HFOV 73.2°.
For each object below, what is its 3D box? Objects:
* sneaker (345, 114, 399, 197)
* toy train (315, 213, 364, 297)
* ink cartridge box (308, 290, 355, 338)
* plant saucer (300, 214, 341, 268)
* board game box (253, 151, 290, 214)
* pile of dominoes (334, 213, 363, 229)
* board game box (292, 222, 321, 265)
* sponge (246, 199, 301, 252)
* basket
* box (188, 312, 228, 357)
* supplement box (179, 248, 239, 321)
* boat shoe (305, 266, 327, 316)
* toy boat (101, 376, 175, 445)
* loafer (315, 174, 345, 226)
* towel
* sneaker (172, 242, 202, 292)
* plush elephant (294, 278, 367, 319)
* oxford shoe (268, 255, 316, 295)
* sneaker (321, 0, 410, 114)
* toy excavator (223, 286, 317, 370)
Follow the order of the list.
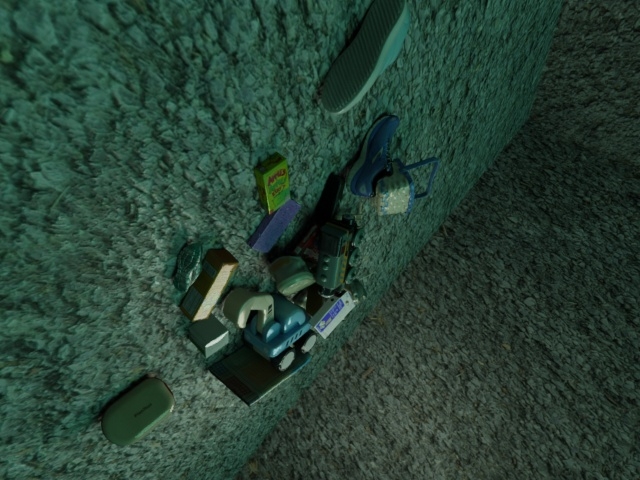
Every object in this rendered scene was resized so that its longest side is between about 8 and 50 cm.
[{"bbox_3d":[0.228,-0.309,1.624,0.130,0.147,0.330,13,102,-65],"label":"sneaker"},{"bbox_3d":[0.062,0.063,1.667,0.190,0.142,0.334,-29,136,-50],"label":"toy train"},{"bbox_3d":[0.054,0.314,1.863,0.208,0.045,0.206,-45,152,-10],"label":"ink cartridge box"},{"bbox_3d":[0.000,0.000,1.820,0.278,0.041,0.278,-40,155,-23],"label":"plant saucer"},{"bbox_3d":[-0.143,-0.170,1.307,0.092,0.043,0.181,-40,154,-23],"label":"board game box"},{"bbox_3d":[0.089,-0.024,1.836,0.251,0.040,0.196,-6,116,-56],"label":"pile of dominoes"},{"bbox_3d":[-0.010,0.027,1.759,0.145,0.027,0.281,-51,157,3],"label":"board game box"},{"bbox_3d":[-0.156,-0.055,1.468,0.210,0.031,0.117,-54,157,6],"label":"sponge"},{"bbox_3d":[0.364,-0.243,1.882,0.289,0.201,0.255,-13,148,-7],"label":"basket"},{"bbox_3d":[-0.392,0.333,1.514,0.102,0.101,0.087,-33,150,-36],"label":"box"},{"bbox_3d":[-0.348,0.141,1.346,0.078,0.080,0.233,0,127,-58],"label":"supplement box"},{"bbox_3d":[-0.008,0.226,1.930,0.096,0.098,0.277,63,32,-50],"label":"boat shoe"},{"bbox_3d":[-0.617,0.575,1.454,0.231,0.151,0.151,-35,-179,-33],"label":"toy boat"},{"bbox_3d":[0.049,-0.149,1.639,0.078,0.080,0.220,-21,142,-49],"label":"loafer"},{"bbox_3d":[-0.251,0.529,1.858,0.370,0.271,0.040,-25,130,-44],"label":"towel"},{"bbox_3d":[-0.371,0.069,1.242,0.166,0.065,0.076,-60,172,27],"label":"sneaker"},{"bbox_3d":[0.091,0.252,2.078,0.330,0.255,0.272,-55,156,9],"label":"plush elephant"},{"bbox_3d":[-0.108,0.137,1.710,0.169,0.130,0.449,-31,170,-1],"label":"oxford shoe"},{"bbox_3d":[0.148,-0.506,1.233,0.366,0.135,0.150,-54,153,10],"label":"sneaker"},{"bbox_3d":[-0.207,0.315,1.747,0.433,0.222,0.445,-30,136,-44],"label":"toy excavator"}]
